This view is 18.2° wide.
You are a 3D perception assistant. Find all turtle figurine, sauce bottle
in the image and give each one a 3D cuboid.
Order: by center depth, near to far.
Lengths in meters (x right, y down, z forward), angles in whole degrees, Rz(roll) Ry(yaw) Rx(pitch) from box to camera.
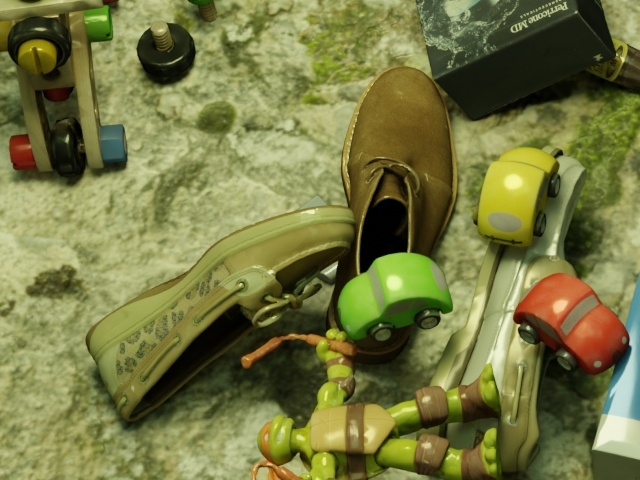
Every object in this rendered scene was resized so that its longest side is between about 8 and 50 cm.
[{"bbox_3d":[0.038,0.170,1.637,0.217,0.087,0.269,-3,33,8],"label":"turtle figurine"},{"bbox_3d":[0.284,-0.173,1.921,0.128,0.042,0.042,26,66,23],"label":"sauce bottle"}]

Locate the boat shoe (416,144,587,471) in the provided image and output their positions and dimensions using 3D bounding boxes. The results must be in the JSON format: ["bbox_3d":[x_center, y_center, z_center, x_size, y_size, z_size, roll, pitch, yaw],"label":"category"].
[{"bbox_3d":[0.186,0.064,1.761,0.103,0.113,0.302,18,74,17],"label":"boat shoe"}]

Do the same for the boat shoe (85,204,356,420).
[{"bbox_3d":[-0.078,0.061,1.770,0.285,0.104,0.089,-32,68,25],"label":"boat shoe"}]

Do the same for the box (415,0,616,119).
[{"bbox_3d":[0.180,-0.225,1.910,0.156,0.093,0.158,-24,56,21],"label":"box"}]

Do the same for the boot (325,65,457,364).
[{"bbox_3d":[0.072,-0.045,1.825,0.112,0.115,0.305,9,61,-1],"label":"boot"}]

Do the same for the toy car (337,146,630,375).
[{"bbox_3d":[0.121,0.027,1.676,0.225,0.053,0.239,-16,53,0],"label":"toy car"}]

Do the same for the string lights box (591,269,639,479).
[{"bbox_3d":[0.298,0.099,1.702,0.076,0.133,0.260,11,61,15],"label":"string lights box"}]

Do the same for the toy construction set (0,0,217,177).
[{"bbox_3d":[-0.295,-0.230,1.927,0.309,0.237,0.257,13,62,16],"label":"toy construction set"}]

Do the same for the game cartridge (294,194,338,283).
[{"bbox_3d":[0.000,0.000,1.876,0.056,0.017,0.083,-38,61,-10],"label":"game cartridge"}]
